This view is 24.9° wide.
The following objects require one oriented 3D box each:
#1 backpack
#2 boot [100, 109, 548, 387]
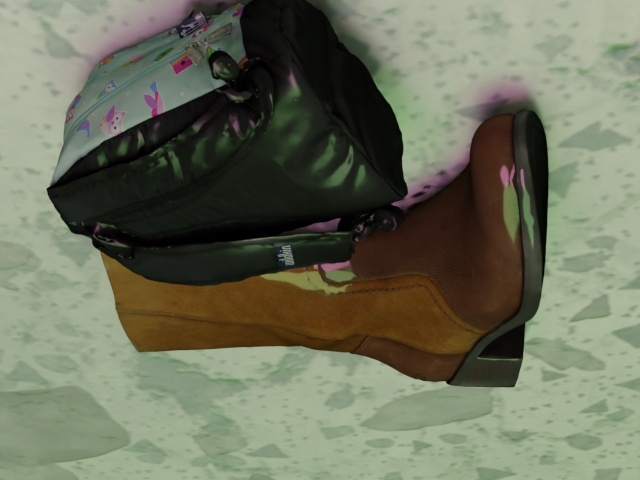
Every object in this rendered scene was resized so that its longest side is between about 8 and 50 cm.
[{"bbox_3d":[-0.058,-0.053,0.802,0.182,0.115,0.152,-19,129,26],"label":"backpack"},{"bbox_3d":[0.000,0.000,0.929,0.280,0.096,0.264,6,152,3],"label":"boot"}]
